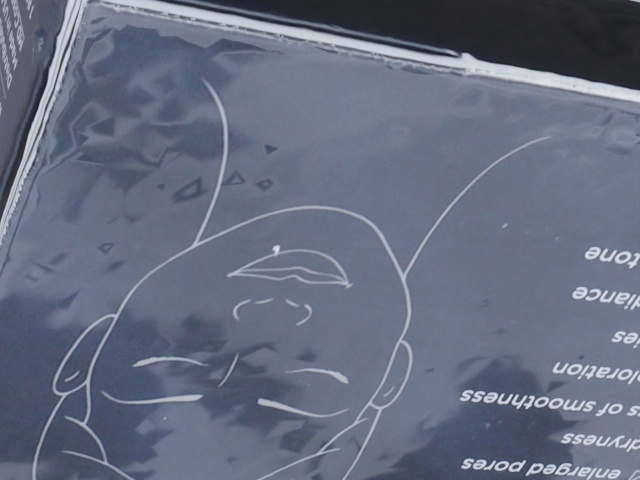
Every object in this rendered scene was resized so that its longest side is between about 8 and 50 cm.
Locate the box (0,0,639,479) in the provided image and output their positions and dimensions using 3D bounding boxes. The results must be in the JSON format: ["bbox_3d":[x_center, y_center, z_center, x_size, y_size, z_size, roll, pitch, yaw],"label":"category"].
[{"bbox_3d":[0.000,0.000,0.923,0.480,0.297,0.471,8,130,-24],"label":"box"}]
